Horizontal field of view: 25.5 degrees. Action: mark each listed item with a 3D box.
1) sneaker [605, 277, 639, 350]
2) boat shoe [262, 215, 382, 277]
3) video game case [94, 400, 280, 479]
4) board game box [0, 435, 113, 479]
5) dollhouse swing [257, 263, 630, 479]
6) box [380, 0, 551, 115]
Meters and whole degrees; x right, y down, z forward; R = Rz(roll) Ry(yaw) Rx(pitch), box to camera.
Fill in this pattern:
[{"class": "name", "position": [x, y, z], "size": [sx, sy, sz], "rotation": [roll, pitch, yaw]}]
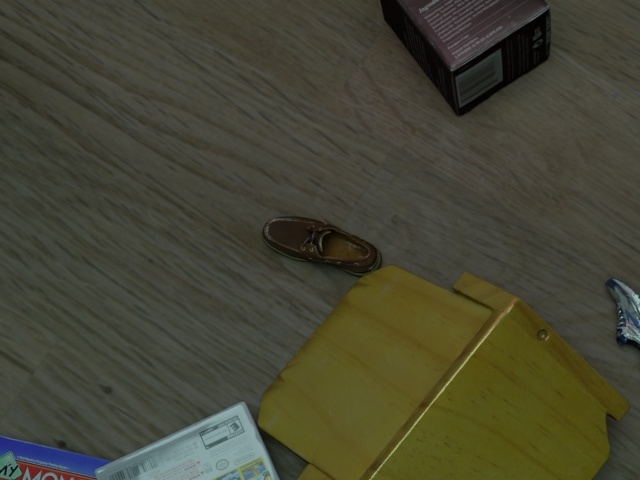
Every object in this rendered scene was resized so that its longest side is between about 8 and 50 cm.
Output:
[{"class": "sneaker", "position": [0.420, 0.112, 1.910], "size": [0.058, 0.052, 0.135], "rotation": [-33, 70, 2]}, {"class": "boat shoe", "position": [0.000, 0.000, 2.004], "size": [0.178, 0.060, 0.064], "rotation": [17, 76, 14]}, {"class": "video game case", "position": [-0.162, 0.354, 1.892], "size": [0.227, 0.026, 0.206], "rotation": [-25, 72, -3]}, {"class": "board game box", "position": [-0.327, 0.404, 1.938], "size": [0.317, 0.046, 0.213], "rotation": [10, 76, 12]}, {"class": "dollhouse swing", "position": [0.144, 0.244, 1.880], "size": [0.315, 0.305, 0.347], "rotation": [43, 79, -17]}, {"class": "box", "position": [0.204, -0.324, 2.017], "size": [0.167, 0.168, 0.203], "rotation": [-33, 71, -2]}]
